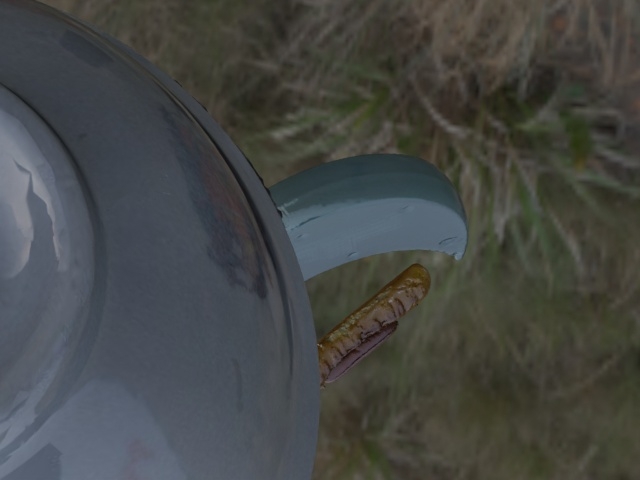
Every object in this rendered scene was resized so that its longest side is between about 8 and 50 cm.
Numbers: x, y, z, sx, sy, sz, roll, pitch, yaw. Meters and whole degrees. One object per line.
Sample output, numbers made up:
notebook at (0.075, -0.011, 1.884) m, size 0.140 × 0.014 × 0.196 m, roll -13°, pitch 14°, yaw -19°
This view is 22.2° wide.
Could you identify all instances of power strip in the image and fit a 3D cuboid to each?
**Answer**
power strip at (0.000, 0.000, 1.349) m, size 0.253 × 0.054 × 0.167 m, roll -17°, pitch 150°, yaw -5°

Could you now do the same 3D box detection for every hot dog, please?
hot dog at (0.046, 0.107, 1.842) m, size 0.047 × 0.216 × 0.066 m, roll 47°, pitch 159°, yaw 11°

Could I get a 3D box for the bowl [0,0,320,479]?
bowl at (-0.154, 0.027, 0.564) m, size 0.346 × 0.345 × 0.157 m, roll 15°, pitch 160°, yaw -6°
